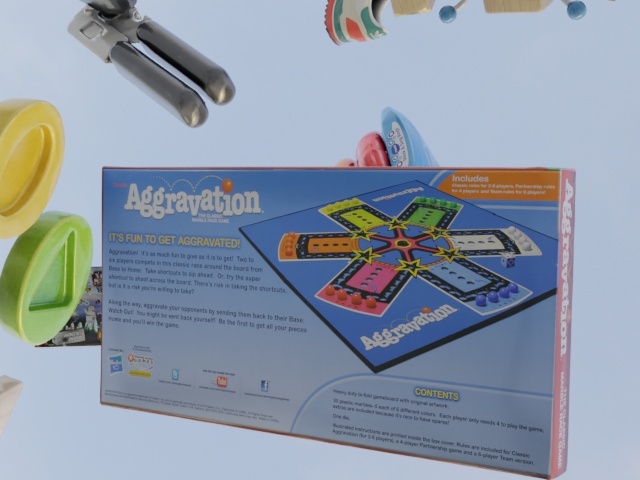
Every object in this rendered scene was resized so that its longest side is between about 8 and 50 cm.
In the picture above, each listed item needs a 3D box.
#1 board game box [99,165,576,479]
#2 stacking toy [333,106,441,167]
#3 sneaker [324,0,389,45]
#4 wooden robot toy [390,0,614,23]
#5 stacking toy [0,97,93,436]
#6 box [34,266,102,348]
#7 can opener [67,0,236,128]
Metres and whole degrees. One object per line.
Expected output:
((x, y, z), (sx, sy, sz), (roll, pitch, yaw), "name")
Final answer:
((-0.006, 0.032, 0.555), (0.281, 0.027, 0.145), (3, -86, 32), "board game box")
((0.000, 0.000, 1.142), (0.302, 0.166, 0.175), (-25, -135, 15), "stacking toy")
((0.055, -0.283, 1.092), (0.075, 0.057, 0.161), (5, -98, 30), "sneaker")
((0.121, -0.193, 0.678), (0.173, 0.076, 0.079), (7, -47, 36), "wooden robot toy")
((-0.333, 0.036, 0.912), (0.130, 0.279, 0.309), (19, -114, 12), "stacking toy")
((-0.263, 0.078, 1.215), (0.137, 0.027, 0.094), (-1, -98, -9), "box")
((-0.201, -0.220, 1.125), (0.076, 0.095, 0.283), (-41, -133, -12), "can opener")
